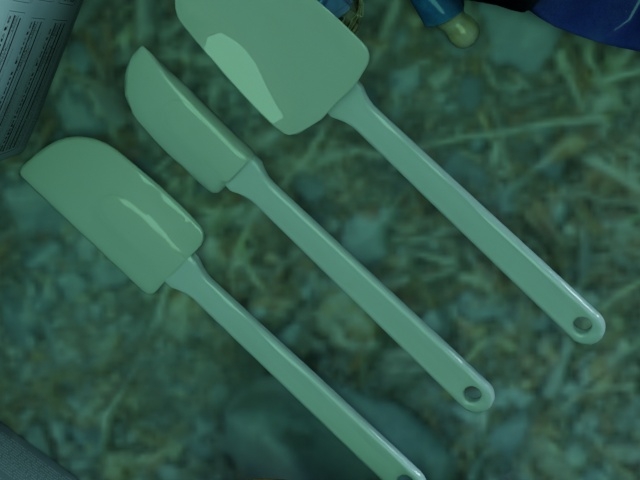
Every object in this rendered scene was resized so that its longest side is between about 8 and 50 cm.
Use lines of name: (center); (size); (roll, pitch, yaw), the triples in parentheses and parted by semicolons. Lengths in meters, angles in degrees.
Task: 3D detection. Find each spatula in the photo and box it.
spatula: (0.000, 0.000, 0.766); (0.242, 0.019, 0.168); (43, 114, -6)

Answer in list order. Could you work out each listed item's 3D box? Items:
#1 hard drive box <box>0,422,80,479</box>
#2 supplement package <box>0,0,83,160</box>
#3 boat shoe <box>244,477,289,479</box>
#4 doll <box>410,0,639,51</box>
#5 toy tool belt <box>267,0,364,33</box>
hard drive box: (-0.182, 0.185, 0.706); (0.089, 0.232, 0.181); (37, 96, -4)
supplement package: (-0.200, -0.127, 0.684); (0.194, 0.203, 0.149); (21, 96, -2)
boat shoe: (0.083, 0.218, 0.784); (0.342, 0.123, 0.123); (19, 127, -13)
doll: (0.092, -0.143, 0.762); (0.189, 0.046, 0.129); (18, 106, 4)
toy tool belt: (-0.019, -0.113, 0.762); (0.083, 0.051, 0.052); (38, 95, -4)
